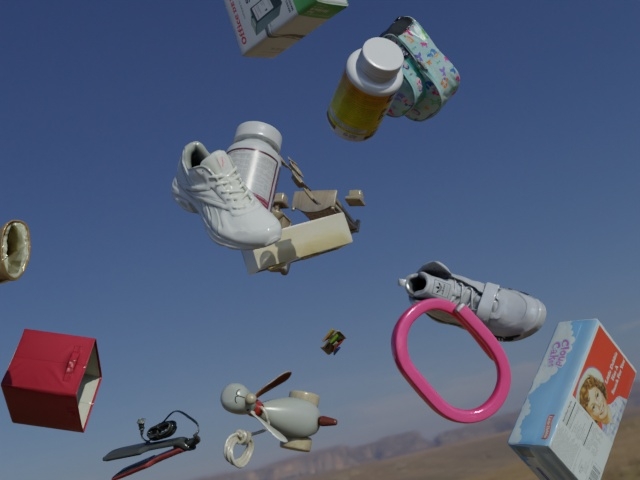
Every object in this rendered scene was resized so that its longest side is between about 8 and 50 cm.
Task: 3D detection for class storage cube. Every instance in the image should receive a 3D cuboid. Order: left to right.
[{"bbox_3d":[-0.695,0.368,2.194,0.193,0.183,0.215,8,-43,-1],"label":"storage cube"}]

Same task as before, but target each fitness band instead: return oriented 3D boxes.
[{"bbox_3d":[0.284,0.260,1.826,0.209,0.291,0.054,-42,1,-16],"label":"fitness band"}]

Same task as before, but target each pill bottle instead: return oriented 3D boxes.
[{"bbox_3d":[-0.147,-0.127,1.730,0.121,0.221,0.121,8,-29,4],"label":"pill bottle"},{"bbox_3d":[0.092,-0.303,1.688,0.117,0.117,0.215,-7,-27,-21],"label":"pill bottle"}]

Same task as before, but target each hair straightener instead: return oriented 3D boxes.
[{"bbox_3d":[-0.305,0.360,1.507,0.230,0.089,0.047,-25,3,30],"label":"hair straightener"}]

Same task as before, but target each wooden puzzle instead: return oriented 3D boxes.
[{"bbox_3d":[0.038,0.291,2.386,0.078,0.014,0.116,-47,-32,3],"label":"wooden puzzle"}]

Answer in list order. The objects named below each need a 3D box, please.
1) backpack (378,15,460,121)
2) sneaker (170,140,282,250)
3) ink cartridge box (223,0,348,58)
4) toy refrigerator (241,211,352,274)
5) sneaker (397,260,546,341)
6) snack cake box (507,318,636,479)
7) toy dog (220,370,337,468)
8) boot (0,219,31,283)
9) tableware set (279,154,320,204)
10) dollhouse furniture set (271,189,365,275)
[{"bbox_3d":[0.236,-0.439,2.255,0.191,0.253,0.225,-53,10,-27],"label":"backpack"},{"bbox_3d":[-0.146,-0.072,1.260,0.090,0.232,0.115,-28,-41,-38],"label":"sneaker"},{"bbox_3d":[-0.096,-0.603,2.062,0.121,0.211,0.289,-11,-11,-47],"label":"ink cartridge box"},{"bbox_3d":[-0.061,0.012,2.181,0.269,0.094,0.102,-15,-6,-23],"label":"toy refrigerator"},{"bbox_3d":[0.369,0.153,2.123,0.366,0.137,0.210,8,-15,43],"label":"sneaker"},{"bbox_3d":[0.439,0.285,1.453,0.152,0.264,0.089,47,-33,-22],"label":"snack cake box"},{"bbox_3d":[-0.085,0.435,2.094,0.161,0.220,0.333,-10,-7,36],"label":"toy dog"},{"bbox_3d":[-0.734,0.095,1.859,0.089,0.236,0.269,4,-15,-44],"label":"boot"},{"bbox_3d":[-0.057,-0.155,1.983,0.020,0.169,0.141,-39,-26,7],"label":"tableware set"},{"bbox_3d":[0.000,0.000,2.502,0.355,0.174,0.303,-1,-26,27],"label":"dollhouse furniture set"}]
